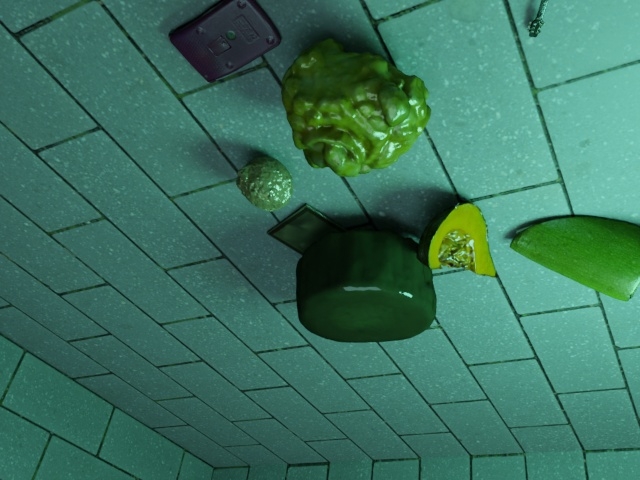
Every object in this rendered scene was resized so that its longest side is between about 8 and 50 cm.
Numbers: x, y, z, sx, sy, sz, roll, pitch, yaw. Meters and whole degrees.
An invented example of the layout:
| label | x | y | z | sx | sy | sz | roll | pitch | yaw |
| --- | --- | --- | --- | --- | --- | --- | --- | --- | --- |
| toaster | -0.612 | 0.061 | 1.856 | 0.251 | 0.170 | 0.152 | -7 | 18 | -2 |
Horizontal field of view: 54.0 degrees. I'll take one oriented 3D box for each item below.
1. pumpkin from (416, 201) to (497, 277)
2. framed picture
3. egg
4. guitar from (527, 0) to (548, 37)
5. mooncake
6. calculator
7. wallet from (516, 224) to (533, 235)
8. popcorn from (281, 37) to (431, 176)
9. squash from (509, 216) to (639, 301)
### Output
| label | x | y | z | sx | sy | sz | roll | pitch | yaw |
| --- | --- | --- | --- | --- | --- | --- | --- | --- | --- |
| pumpkin | 0.322 | -0.015 | 1.470 | 0.278 | 0.163 | 0.111 | 10 | -166 | -39 |
| framed picture | 0.000 | 0.000 | 1.613 | 0.231 | 0.010 | 0.173 | 33 | 136 | -27 |
| egg | -0.121 | -0.126 | 1.396 | 0.118 | 0.116 | 0.140 | -28 | 136 | 1 |
| guitar | 0.365 | -0.422 | 0.987 | 0.088 | 0.025 | 0.233 | 6 | 143 | 5 |
| mooncake | 0.111 | 0.118 | 1.579 | 0.356 | 0.194 | 0.356 | 4 | 149 | 2 |
| calculator | -0.178 | -0.372 | 1.164 | 0.190 | 0.034 | 0.126 | -19 | 132 | 30 |
| wallet | 0.503 | -0.007 | 1.494 | 0.044 | 0.011 | 0.083 | -25 | 131 | 37 |
| popcorn | 0.066 | -0.228 | 1.140 | 0.250 | 0.235 | 0.242 | 15 | 170 | 24 |
| squash | 0.619 | -0.007 | 1.444 | 0.288 | 0.203 | 0.111 | 31 | 149 | 27 |
